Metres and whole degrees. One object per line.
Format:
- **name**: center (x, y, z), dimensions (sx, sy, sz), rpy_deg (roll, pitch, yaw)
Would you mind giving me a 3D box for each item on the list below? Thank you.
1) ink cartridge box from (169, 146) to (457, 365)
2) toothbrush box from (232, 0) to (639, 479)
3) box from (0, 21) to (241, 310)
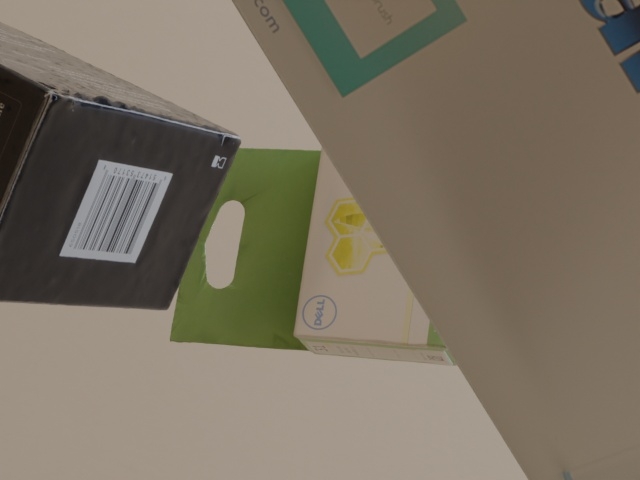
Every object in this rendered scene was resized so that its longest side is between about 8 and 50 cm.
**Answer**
- **ink cartridge box**: center (0.000, 0.000, 1.300), dimensions (0.235, 0.056, 0.171), rpy_deg (4, -108, 16)
- **toothbrush box**: center (0.118, -0.083, 0.434), dimensions (0.126, 0.295, 0.216), rpy_deg (-29, -85, 36)
- **box**: center (-0.147, -0.043, 0.747), dimensions (0.158, 0.156, 0.093), rpy_deg (27, -82, 25)
